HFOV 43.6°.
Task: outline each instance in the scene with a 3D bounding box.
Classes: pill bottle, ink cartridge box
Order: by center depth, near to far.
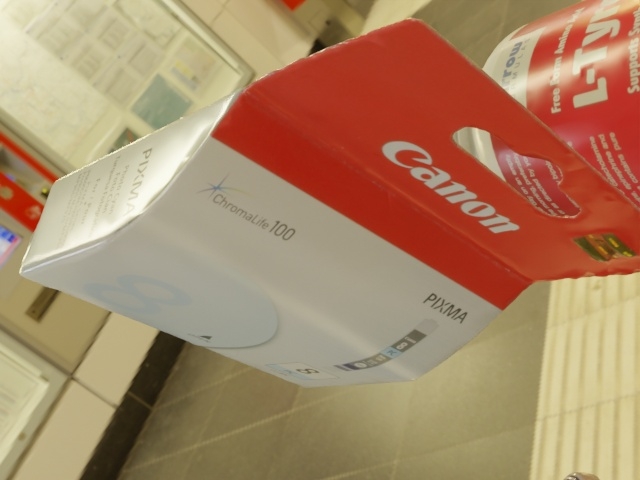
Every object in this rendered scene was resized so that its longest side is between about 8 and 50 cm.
[{"bbox_3d":[0.013,0.019,0.575,0.385,0.308,0.091,-12,57,46],"label":"ink cartridge box"},{"bbox_3d":[0.298,-0.126,0.767,0.229,0.229,0.408,-57,22,-21],"label":"pill bottle"}]

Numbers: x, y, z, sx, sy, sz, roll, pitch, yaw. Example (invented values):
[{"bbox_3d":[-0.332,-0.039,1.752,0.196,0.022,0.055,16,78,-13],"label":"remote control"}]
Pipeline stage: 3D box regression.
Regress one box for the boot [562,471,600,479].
[{"bbox_3d":[0.152,0.246,0.518,0.069,0.086,0.190,108,164,-62],"label":"boot"}]
